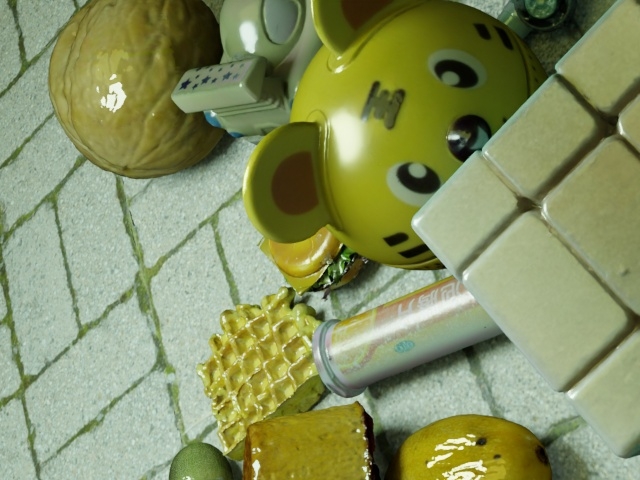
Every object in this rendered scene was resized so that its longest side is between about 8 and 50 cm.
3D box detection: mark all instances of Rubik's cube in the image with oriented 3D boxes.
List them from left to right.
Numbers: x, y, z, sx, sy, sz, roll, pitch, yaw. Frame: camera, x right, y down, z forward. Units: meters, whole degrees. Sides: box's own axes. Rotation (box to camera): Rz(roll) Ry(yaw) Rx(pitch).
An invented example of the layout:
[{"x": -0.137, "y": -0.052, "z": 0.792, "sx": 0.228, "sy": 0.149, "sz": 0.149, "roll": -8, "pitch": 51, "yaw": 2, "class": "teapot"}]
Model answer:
[{"x": 0.342, "y": -0.006, "z": 1.369, "sx": 0.316, "sy": 0.322, "sz": 0.319, "roll": -46, "pitch": 68, "yaw": 15, "class": "Rubik's cube"}]

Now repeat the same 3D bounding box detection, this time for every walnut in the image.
[{"x": -0.281, "y": -0.262, "z": 2.196, "sx": 0.332, "sy": 0.333, "sz": 0.333, "roll": -20, "pitch": 60, "yaw": 38, "class": "walnut"}]

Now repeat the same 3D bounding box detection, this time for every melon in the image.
[{"x": -0.166, "y": 0.364, "z": 1.940, "sx": 0.099, "sy": 0.099, "sz": 0.162, "roll": -32, "pitch": 53, "yaw": 31, "class": "melon"}]

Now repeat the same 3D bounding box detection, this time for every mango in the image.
[{"x": 0.160, "y": 0.289, "z": 1.641, "sx": 0.262, "sy": 0.109, "sz": 0.157, "roll": -22, "pitch": 63, "yaw": 40, "class": "mango"}]

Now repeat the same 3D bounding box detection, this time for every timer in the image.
[{"x": 0.100, "y": -0.140, "z": 1.685, "sx": 0.376, "sy": 0.387, "sz": 0.376, "roll": -22, "pitch": 58, "yaw": 41, "class": "timer"}]

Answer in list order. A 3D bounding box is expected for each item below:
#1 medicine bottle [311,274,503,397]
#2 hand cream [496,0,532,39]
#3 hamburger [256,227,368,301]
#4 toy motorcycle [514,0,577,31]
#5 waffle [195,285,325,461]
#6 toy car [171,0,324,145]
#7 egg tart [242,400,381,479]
[{"x": 0.182, "y": 0.082, "z": 1.716, "sx": 0.426, "sy": 0.108, "sz": 0.108, "roll": -26, "pitch": 56, "yaw": 34, "class": "medicine bottle"}, {"x": 0.297, "y": -0.337, "z": 1.828, "sx": 0.174, "sy": 0.047, "sz": 0.076, "roll": -53, "pitch": 48, "yaw": 4, "class": "hand cream"}, {"x": 0.000, "y": -0.004, "z": 1.939, "sx": 0.164, "sy": 0.093, "sz": 0.190, "roll": -45, "pitch": 48, "yaw": 19, "class": "hamburger"}, {"x": 0.286, "y": -0.426, "z": 1.738, "sx": 0.198, "sy": 0.109, "sz": 0.296, "roll": 33, "pitch": 121, "yaw": 13, "class": "toy motorcycle"}, {"x": -0.081, "y": 0.166, "z": 1.972, "sx": 0.229, "sy": 0.057, "sz": 0.219, "roll": -44, "pitch": 47, "yaw": 21, "class": "waffle"}, {"x": -0.066, "y": -0.324, "z": 2.045, "sx": 0.242, "sy": 0.226, "sz": 0.336, "roll": -3, "pitch": 72, "yaw": 44, "class": "toy car"}, {"x": -0.009, "y": 0.309, "z": 1.721, "sx": 0.215, "sy": 0.170, "sz": 0.215, "roll": -179, "pitch": 90, "yaw": -82, "class": "egg tart"}]
